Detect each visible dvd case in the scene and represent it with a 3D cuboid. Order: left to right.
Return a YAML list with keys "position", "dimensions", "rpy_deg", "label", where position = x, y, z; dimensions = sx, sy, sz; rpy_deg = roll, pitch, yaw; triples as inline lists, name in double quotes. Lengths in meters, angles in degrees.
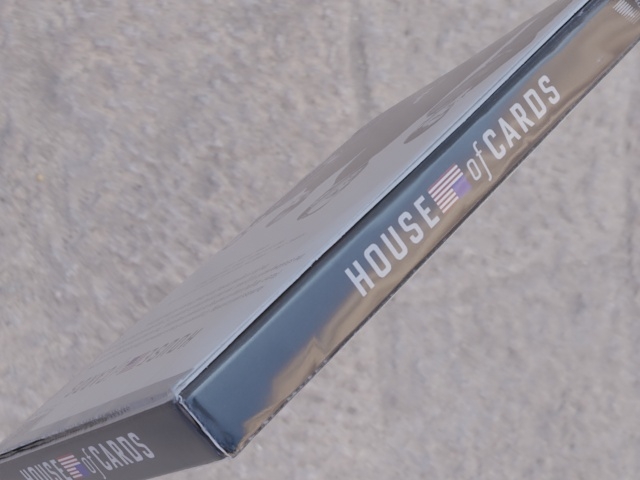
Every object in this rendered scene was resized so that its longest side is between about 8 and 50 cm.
- position: [0.000, 0.000, 0.459]
  dimensions: [0.029, 0.179, 0.239]
  rpy_deg: [51, 58, -8]
  label: "dvd case"
